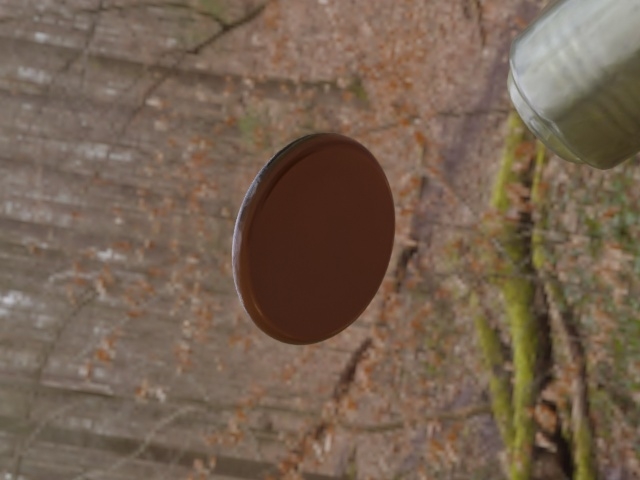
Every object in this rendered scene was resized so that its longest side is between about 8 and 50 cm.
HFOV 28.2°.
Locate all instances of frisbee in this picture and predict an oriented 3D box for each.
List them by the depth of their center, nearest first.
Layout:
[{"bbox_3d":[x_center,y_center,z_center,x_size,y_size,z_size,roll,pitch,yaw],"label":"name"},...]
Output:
[{"bbox_3d":[0.000,0.000,1.470,0.021,0.251,0.251,16,100,45],"label":"frisbee"}]

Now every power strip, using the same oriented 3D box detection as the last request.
[{"bbox_3d":[0.160,-0.119,0.507,0.092,0.066,0.387,-37,5,31],"label":"power strip"}]
